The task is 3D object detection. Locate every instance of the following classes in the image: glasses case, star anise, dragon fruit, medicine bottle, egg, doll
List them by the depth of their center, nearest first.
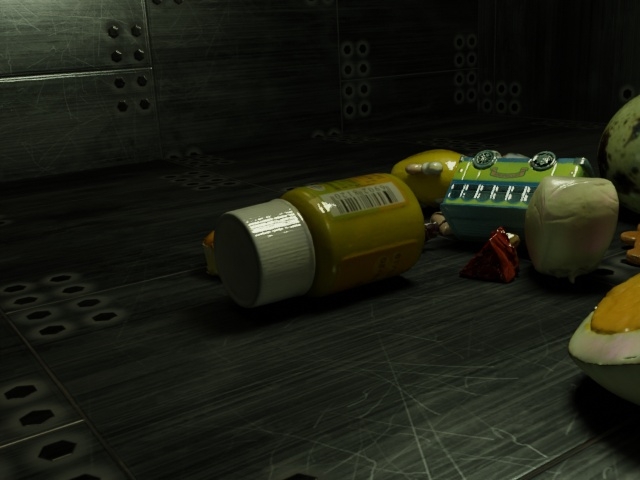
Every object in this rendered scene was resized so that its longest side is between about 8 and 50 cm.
[{"bbox_3d":[0.485,0.145,0.964,0.264,0.174,0.286,-34,7,-30],"label":"egg"},{"bbox_3d":[0.000,0.000,1.439,0.385,0.224,0.224,-14,19,-33],"label":"medicine bottle"},{"bbox_3d":[0.382,0.040,1.557,0.092,0.122,0.192,41,23,7],"label":"dragon fruit"},{"bbox_3d":[0.237,-0.018,1.722,0.191,0.070,0.097,-32,24,-22],"label":"star anise"},{"bbox_3d":[0.911,-0.227,1.806,0.345,0.344,0.428,-19,-2,-44],"label":"egg"},{"bbox_3d":[0.390,-0.060,1.856,0.194,0.070,0.102,-7,18,-12],"label":"glasses case"},{"bbox_3d":[0.391,-0.175,2.024,0.348,0.161,0.423,8,-10,-9],"label":"doll"}]

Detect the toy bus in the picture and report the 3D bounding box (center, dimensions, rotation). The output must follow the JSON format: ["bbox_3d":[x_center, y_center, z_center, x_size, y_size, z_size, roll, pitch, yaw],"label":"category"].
[{"bbox_3d":[0.459,-0.093,1.678,0.312,0.152,0.190,6,57,36],"label":"toy bus"}]

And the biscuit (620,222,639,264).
[{"bbox_3d":[0.758,0.009,1.613,0.166,0.036,0.250,3,21,18],"label":"biscuit"}]

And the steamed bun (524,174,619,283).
[{"bbox_3d":[0.497,-0.013,1.436,0.170,0.238,0.152,2,57,9],"label":"steamed bun"}]

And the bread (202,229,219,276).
[{"bbox_3d":[-0.170,0.023,1.609,0.191,0.114,0.132,0,18,30],"label":"bread"}]
